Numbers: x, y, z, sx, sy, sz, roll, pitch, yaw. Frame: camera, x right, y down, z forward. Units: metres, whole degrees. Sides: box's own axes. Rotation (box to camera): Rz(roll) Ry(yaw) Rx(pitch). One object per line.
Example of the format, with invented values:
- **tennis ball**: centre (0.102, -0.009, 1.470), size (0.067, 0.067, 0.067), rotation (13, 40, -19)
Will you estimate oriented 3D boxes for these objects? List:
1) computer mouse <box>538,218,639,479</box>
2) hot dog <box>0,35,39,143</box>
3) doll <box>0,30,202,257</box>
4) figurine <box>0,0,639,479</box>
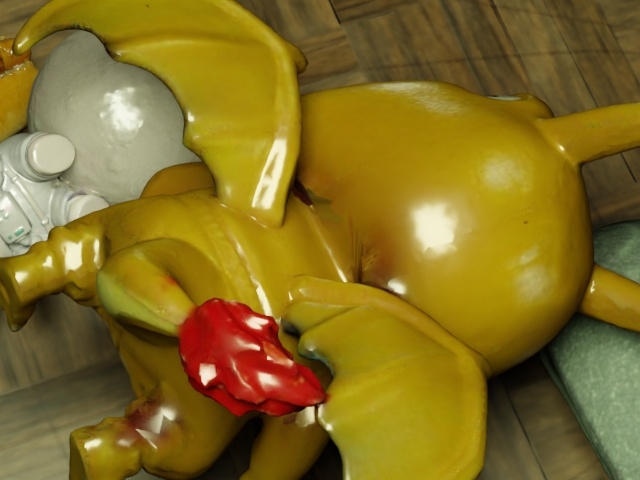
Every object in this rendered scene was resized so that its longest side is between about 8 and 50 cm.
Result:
- **computer mouse**: centre (0.284, 0.138, 1.224), size (0.203, 0.114, 0.374), rotation (-29, 71, -17)
- **hot dog**: centre (-0.309, -0.073, 1.298), size (0.249, 0.076, 0.102), rotation (-32, 75, -18)
- **doll**: centre (-0.202, -0.037, 1.263), size (0.287, 0.151, 0.151), rotation (-36, 72, -12)
- **figurine**: centre (0.015, 0.032, 1.135), size (0.387, 0.268, 0.401), rotation (-18, 51, -25)
